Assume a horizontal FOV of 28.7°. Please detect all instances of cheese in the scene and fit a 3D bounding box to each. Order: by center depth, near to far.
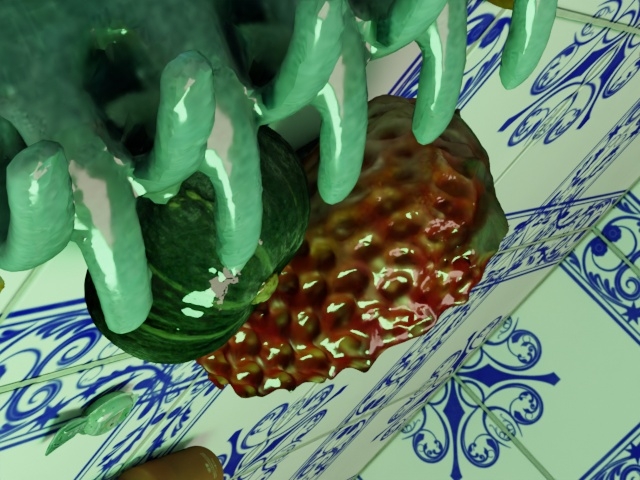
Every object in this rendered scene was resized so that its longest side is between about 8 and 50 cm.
[{"bbox_3d":[-0.244,0.193,1.350,0.121,0.026,0.067,-23,154,-48],"label":"cheese"}]

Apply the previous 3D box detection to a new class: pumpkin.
[{"bbox_3d":[-0.099,-0.003,0.987,0.211,0.152,0.211,-58,171,-14],"label":"pumpkin"}]

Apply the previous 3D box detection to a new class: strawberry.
[{"bbox_3d":[0.000,0.000,1.135,0.336,0.149,0.265,-34,-151,15],"label":"strawberry"}]

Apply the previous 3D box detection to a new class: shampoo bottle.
[{"bbox_3d":[-0.222,0.331,1.654,0.085,0.085,0.244,-49,161,21],"label":"shampoo bottle"}]

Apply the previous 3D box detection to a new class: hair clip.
[{"bbox_3d":[-0.063,-0.134,0.553,0.318,0.238,0.392,-32,160,-22],"label":"hair clip"}]

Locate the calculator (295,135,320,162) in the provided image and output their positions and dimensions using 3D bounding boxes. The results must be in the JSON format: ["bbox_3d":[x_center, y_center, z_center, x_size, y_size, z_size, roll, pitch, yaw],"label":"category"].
[{"bbox_3d":[-0.070,-0.020,1.234,0.262,0.021,0.161,-34,162,-26],"label":"calculator"}]

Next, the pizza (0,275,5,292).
[{"bbox_3d":[-0.282,0.052,0.877,0.134,0.046,0.175,-39,163,-14],"label":"pizza"}]

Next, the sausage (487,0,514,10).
[{"bbox_3d":[0.259,-0.322,1.139,0.302,0.076,0.103,-45,173,2],"label":"sausage"}]
